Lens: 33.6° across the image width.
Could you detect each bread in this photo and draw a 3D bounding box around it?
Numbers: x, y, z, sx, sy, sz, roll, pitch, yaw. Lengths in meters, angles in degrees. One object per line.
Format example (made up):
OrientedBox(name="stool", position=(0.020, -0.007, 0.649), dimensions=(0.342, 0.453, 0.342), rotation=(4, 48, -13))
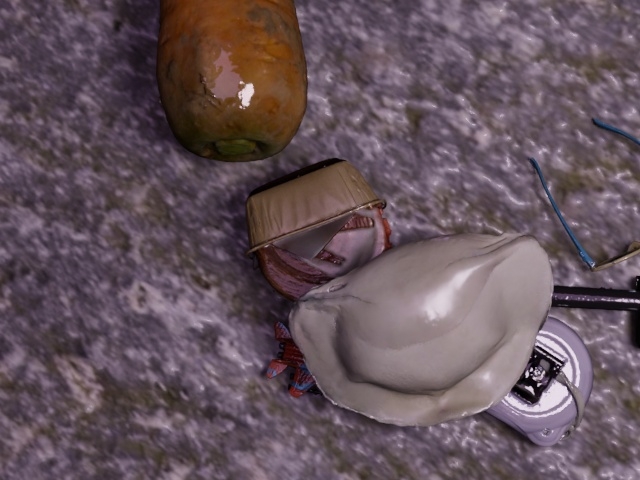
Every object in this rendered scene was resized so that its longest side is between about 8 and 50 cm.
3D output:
OrientedBox(name="bread", position=(0.000, 0.000, 1.574), dimensions=(0.224, 0.142, 0.211), rotation=(-21, 79, 2))

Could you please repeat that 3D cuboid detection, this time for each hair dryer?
OrientedBox(name="hair dryer", position=(0.412, 0.102, 1.567), dimensions=(0.248, 0.070, 0.114), rotation=(2, 82, 9))

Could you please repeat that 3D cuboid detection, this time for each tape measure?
OrientedBox(name="tape measure", position=(0.301, 0.191, 1.543), dimensions=(0.196, 0.105, 0.178), rotation=(25, 85, 9))

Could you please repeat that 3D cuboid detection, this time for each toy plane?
OrientedBox(name="toy plane", position=(0.017, 0.179, 1.591), dimensions=(0.189, 0.061, 0.130), rotation=(10, 83, 2))

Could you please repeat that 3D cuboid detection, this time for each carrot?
OrientedBox(name="carrot", position=(-0.133, -0.296, 1.589), dimensions=(0.224, 0.224, 0.340), rotation=(-3, 76, 4))

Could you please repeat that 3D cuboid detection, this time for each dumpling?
OrientedBox(name="dumpling", position=(0.153, 0.127, 1.469), dimensions=(0.341, 0.181, 0.260), rotation=(-22, 105, -16))

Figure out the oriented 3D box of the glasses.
OrientedBox(name="glasses", position=(0.437, -0.067, 1.601), dimensions=(0.190, 0.088, 0.220), rotation=(-34, 61, 0))
